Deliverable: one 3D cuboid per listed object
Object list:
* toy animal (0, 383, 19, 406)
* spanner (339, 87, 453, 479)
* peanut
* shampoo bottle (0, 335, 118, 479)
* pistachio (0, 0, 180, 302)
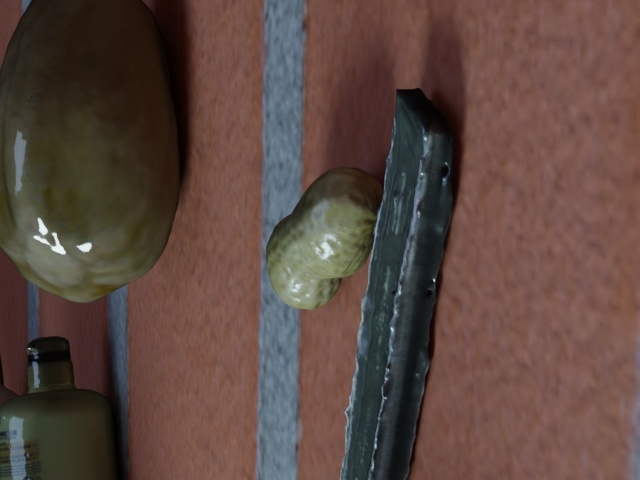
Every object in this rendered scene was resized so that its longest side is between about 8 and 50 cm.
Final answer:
[{"bbox_3d":[-0.317,0.233,1.071,0.206,0.271,0.265,73,-157,-59],"label":"toy animal"},{"bbox_3d":[0.015,0.102,0.495,0.093,0.026,0.325,-135,48,-58],"label":"spanner"},{"bbox_3d":[0.000,0.000,0.502,0.083,0.037,0.037,122,139,-60],"label":"peanut"},{"bbox_3d":[-0.174,0.144,0.865,0.079,0.079,0.162,157,109,-65],"label":"shampoo bottle"},{"bbox_3d":[-0.125,-0.058,0.709,0.108,0.126,0.186,5,96,24],"label":"pistachio"}]
